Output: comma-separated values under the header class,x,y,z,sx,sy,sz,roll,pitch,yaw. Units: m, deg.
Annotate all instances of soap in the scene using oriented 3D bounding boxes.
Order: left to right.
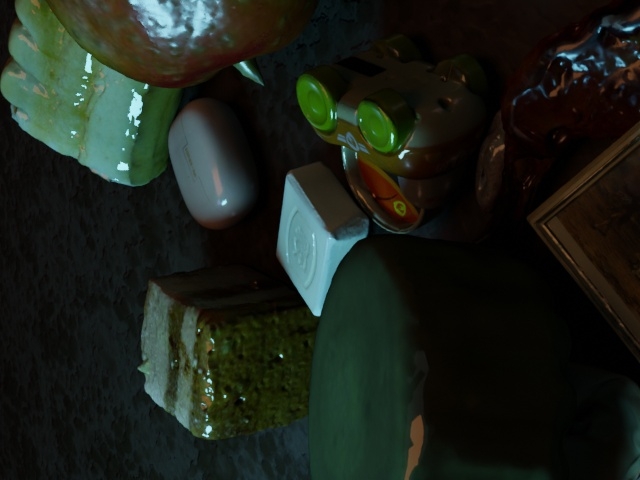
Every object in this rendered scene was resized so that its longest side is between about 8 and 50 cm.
class,x,y,z,sx,sy,sz,roll,pitch,yaw
soap,0.000,0.000,1.307,0.121,0.064,0.183,55,154,29

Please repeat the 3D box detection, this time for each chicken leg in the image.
class,x,y,z,sx,sy,sz,roll,pitch,yaw
chicken leg,0.254,-0.119,0.977,0.158,0.096,0.407,49,137,9

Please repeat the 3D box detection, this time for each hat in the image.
class,x,y,z,sx,sy,sz,roll,pitch,yaw
hat,0.263,0.192,1.052,0.173,0.144,0.166,-52,-32,-81

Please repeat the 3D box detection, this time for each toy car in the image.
class,x,y,z,sx,sy,sz,roll,pitch,yaw
toy car,0.091,-0.108,1.168,0.235,0.145,0.235,42,148,34

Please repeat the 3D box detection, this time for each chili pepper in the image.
class,x,y,z,sx,sy,sz,roll,pitch,yaw
chili pepper,0.194,-0.093,1.094,0.041,0.050,0.153,19,121,1

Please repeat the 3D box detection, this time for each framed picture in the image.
class,x,y,z,sx,sy,sz,roll,pitch,yaw
framed picture,0.330,0.031,0.902,0.274,0.017,0.217,53,137,12

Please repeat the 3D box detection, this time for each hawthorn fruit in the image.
class,x,y,z,sx,sy,sz,roll,pitch,yaw
hawthorn fruit,-0.154,-0.372,1.253,0.403,0.403,0.402,13,107,51

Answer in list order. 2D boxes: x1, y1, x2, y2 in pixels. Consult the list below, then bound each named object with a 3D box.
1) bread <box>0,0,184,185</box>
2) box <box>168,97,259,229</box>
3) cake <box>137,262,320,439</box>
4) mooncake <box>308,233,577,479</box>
class,x,y,z,sx,sy,sz,roll,pitch,yaw
bread,-0.344,-0.300,1.612,0.300,0.210,0.341,25,127,10
box,-0.163,-0.116,1.513,0.146,0.088,0.200,-39,67,47
cake,-0.154,0.141,1.467,0.293,0.199,0.196,26,119,49
mooncake,0.117,0.172,1.023,0.356,0.194,0.356,-176,90,-74
